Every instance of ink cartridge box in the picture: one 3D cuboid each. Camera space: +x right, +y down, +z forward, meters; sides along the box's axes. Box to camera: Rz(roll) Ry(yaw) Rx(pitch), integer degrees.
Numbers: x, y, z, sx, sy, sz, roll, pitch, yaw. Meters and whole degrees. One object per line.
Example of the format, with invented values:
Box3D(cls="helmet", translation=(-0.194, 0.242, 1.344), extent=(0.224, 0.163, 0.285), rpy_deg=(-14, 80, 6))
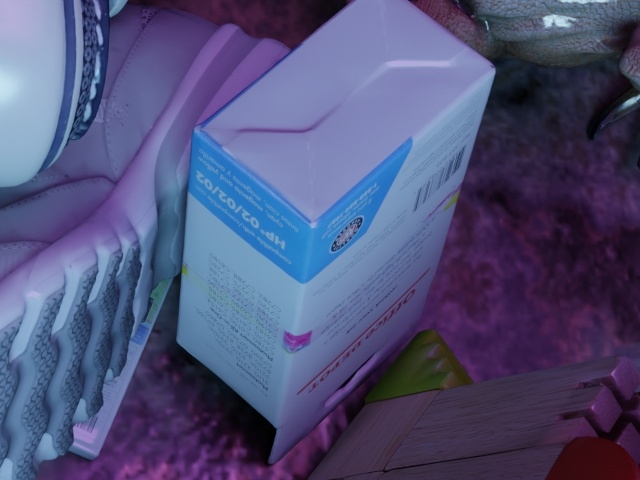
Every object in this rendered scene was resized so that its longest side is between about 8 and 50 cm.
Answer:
Box3D(cls="ink cartridge box", translation=(0.000, 0.000, 0.685), extent=(0.061, 0.181, 0.104), rpy_deg=(38, 59, 18))

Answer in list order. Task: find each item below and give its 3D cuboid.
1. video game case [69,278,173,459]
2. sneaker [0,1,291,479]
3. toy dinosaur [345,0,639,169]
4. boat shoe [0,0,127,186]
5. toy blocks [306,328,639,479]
Box3D(cls="video game case", translation=(-0.109, 0.018, 0.716), extent=(0.087, 0.011, 0.122), rpy_deg=(26, 63, -10))
Box3D(cls="sneaker", translation=(-0.116, -0.004, 0.655), extent=(0.115, 0.105, 0.281), rpy_deg=(25, 38, 9))
Box3D(cls="toy dinosaur", translation=(0.102, -0.112, 0.769), extent=(0.295, 0.200, 0.127), rpy_deg=(17, 93, 1))
Box3D(cls="boat shoe", translation=(-0.085, -0.140, 0.660), extent=(0.158, 0.127, 0.340), rpy_deg=(4, 39, -23))
Box3D(cls="toy blocks", translation=(0.053, 0.163, 0.550), extent=(0.191, 0.261, 0.381), rpy_deg=(54, 50, -16))
